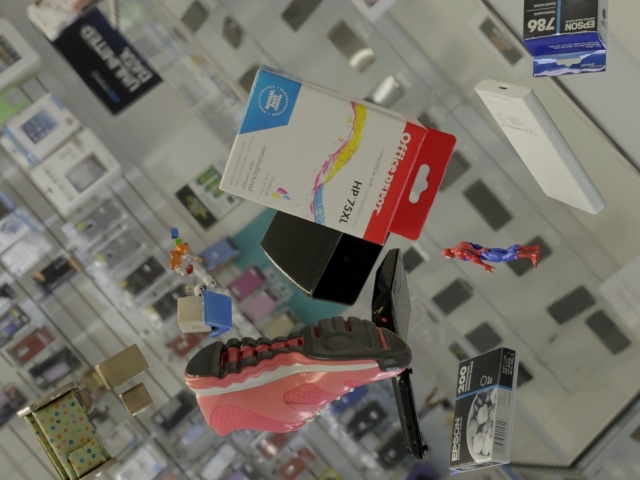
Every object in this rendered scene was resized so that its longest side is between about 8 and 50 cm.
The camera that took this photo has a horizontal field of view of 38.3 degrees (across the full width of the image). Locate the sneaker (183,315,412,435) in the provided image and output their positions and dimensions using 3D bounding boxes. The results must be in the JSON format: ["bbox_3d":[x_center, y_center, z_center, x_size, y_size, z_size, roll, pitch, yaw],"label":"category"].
[{"bbox_3d":[-0.025,0.198,1.289,0.116,0.314,0.136,-88,-11,-66],"label":"sneaker"}]

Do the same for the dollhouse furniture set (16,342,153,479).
[{"bbox_3d":[-0.244,0.240,1.114,0.182,0.161,0.101,60,150,-1],"label":"dollhouse furniture set"}]

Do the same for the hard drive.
[{"bbox_3d":[0.454,-0.197,1.908,0.307,0.040,0.203,50,176,-23],"label":"hard drive"}]

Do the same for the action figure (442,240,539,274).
[{"bbox_3d":[0.203,0.018,1.107,0.115,0.038,0.030,6,120,19],"label":"action figure"}]

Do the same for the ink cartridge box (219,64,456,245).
[{"bbox_3d":[0.023,-0.084,0.979,0.231,0.134,0.078,18,-167,-6],"label":"ink cartridge box"}]

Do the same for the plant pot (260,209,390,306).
[{"bbox_3d":[0.000,0.000,1.754,0.167,0.187,0.188,28,-175,27],"label":"plant pot"}]

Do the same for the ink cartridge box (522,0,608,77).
[{"bbox_3d":[0.504,-0.509,1.892,0.165,0.065,0.333,0,90,35],"label":"ink cartridge box"}]

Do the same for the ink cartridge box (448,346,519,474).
[{"bbox_3d":[0.281,0.313,1.672,0.045,0.206,0.208,17,155,-15],"label":"ink cartridge box"}]

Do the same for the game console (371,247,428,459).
[{"bbox_3d":[0.145,0.209,1.615,0.213,0.044,0.361,-70,-29,-62],"label":"game console"}]

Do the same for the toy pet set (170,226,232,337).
[{"bbox_3d":[-0.145,0.056,1.150,0.122,0.065,0.114,83,-177,-65],"label":"toy pet set"}]
